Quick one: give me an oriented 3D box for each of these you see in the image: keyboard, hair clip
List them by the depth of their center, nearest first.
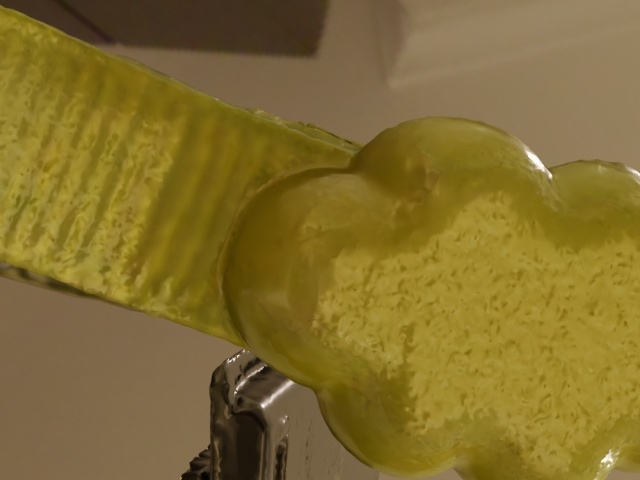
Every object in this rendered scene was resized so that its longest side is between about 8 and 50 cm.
[{"bbox_3d":[0.000,0.000,0.329,0.173,0.046,0.072,23,-87,-7],"label":"hair clip"},{"bbox_3d":[-0.005,0.061,0.510,0.025,0.230,0.094,2,-86,9],"label":"keyboard"}]
